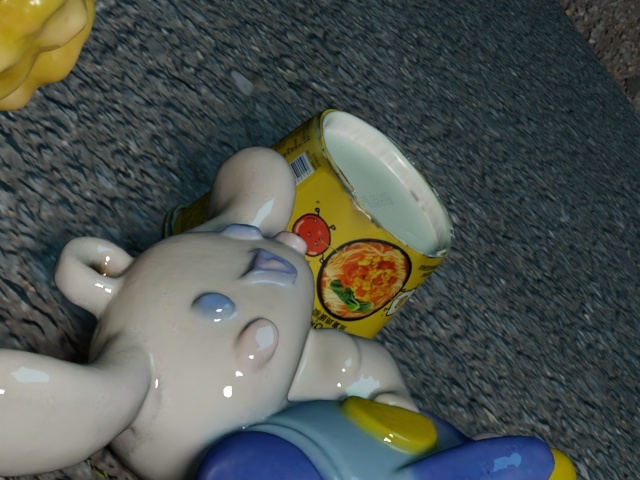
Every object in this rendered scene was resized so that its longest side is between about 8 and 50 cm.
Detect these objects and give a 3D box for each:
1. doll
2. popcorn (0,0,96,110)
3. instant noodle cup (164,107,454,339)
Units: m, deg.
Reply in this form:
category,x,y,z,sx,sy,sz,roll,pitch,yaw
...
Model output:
category,x,y,z,sx,sy,sz,roll,pitch,yaw
doll,-0.002,0.109,1.048,0.366,0.187,0.376,39,48,3
popcorn,-0.243,-0.243,0.992,0.349,0.381,0.349,40,6,-5
instant noodle cup,0.000,0.000,1.302,0.182,0.144,0.182,40,23,-21
